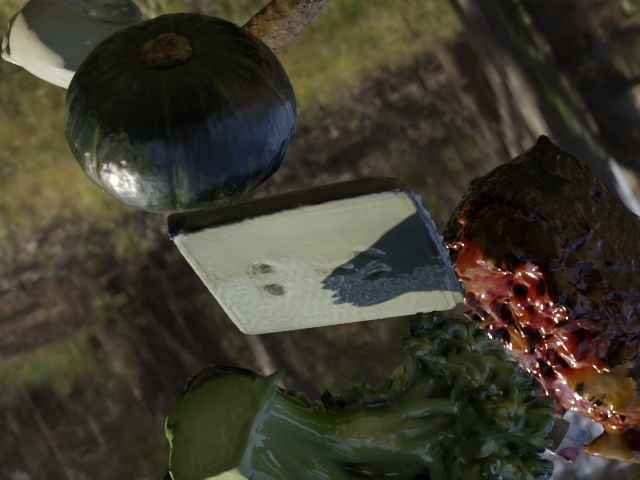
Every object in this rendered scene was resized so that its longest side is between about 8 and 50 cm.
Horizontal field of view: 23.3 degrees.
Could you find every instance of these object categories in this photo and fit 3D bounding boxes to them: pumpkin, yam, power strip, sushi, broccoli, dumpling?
[{"bbox_3d":[-0.099,-0.092,1.113,0.167,0.125,0.167,-15,-140,13],"label":"pumpkin"},{"bbox_3d":[-0.029,-0.318,2.090,0.300,0.066,0.066,-41,177,25],"label":"yam"},{"bbox_3d":[0.000,0.000,1.295,0.213,0.064,0.198,-9,146,13],"label":"power strip"},{"bbox_3d":[0.258,0.071,1.562,0.182,0.343,0.196,-52,-167,-34],"label":"sushi"},{"bbox_3d":[-0.006,0.219,1.227,0.318,0.277,0.338,14,143,-33],"label":"broccoli"},{"bbox_3d":[-0.288,-0.252,1.841,0.229,0.124,0.151,25,-106,38],"label":"dumpling"}]

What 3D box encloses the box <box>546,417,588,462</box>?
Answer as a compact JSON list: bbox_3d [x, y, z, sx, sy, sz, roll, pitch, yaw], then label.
[{"bbox_3d":[0.193,0.177,1.719,0.055,0.218,0.039,28,90,-53],"label":"box"}]
